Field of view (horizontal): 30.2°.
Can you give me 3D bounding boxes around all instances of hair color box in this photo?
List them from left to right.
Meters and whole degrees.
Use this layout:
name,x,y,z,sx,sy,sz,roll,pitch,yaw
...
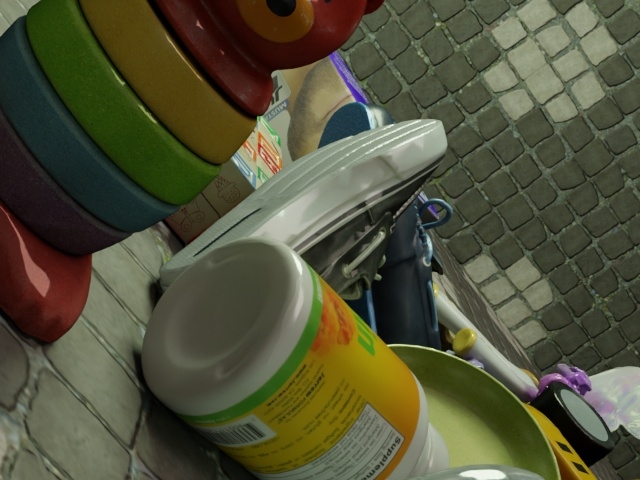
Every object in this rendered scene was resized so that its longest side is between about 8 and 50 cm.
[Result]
name,x,y,z,sx,sy,sz,roll,pitch,yaw
hair color box,-0.017,-0.108,1.427,0.110,0.185,0.339,43,15,-49

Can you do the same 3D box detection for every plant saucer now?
name,x,y,z,sx,sy,sz,roll,pitch,yaw
plant saucer,0.094,0.197,1.038,0.240,0.037,0.241,13,45,-13

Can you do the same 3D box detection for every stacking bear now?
name,x,y,z,sx,sy,sz,roll,pitch,yaw
stacking bear,-0.099,-0.103,0.722,0.175,0.289,0.164,52,10,-15

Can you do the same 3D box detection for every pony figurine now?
name,x,y,z,sx,sy,sz,roll,pitch,yaw
pony figurine,0.295,0.236,1.644,0.363,0.303,0.351,35,7,-19

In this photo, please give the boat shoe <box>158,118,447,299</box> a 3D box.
name,x,y,z,sx,sy,sz,roll,pitch,yaw
boat shoe,0.000,0.000,1.039,0.121,0.335,0.119,0,-62,50

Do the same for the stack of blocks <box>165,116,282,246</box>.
name,x,y,z,sx,sy,sz,roll,pitch,yaw
stack of blocks,-0.098,-0.072,1.211,0.171,0.087,0.297,52,10,-19

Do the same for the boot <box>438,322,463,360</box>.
name,x,y,z,sx,sy,sz,roll,pitch,yaw
boot,0.151,0.100,1.845,0.213,0.077,0.165,53,9,-40

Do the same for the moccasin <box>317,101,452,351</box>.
name,x,y,z,sx,sy,sz,roll,pitch,yaw
moccasin,0.063,0.031,1.221,0.116,0.137,0.342,1,85,-34

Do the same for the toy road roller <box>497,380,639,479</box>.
name,x,y,z,sx,sy,sz,roll,pitch,yaw
toy road roller,0.229,0.314,1.187,0.330,0.202,0.240,53,21,20

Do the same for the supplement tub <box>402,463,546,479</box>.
name,x,y,z,sx,sy,sz,roll,pitch,yaw
supplement tub,0.106,0.300,0.593,0.207,0.207,0.338,46,13,-41

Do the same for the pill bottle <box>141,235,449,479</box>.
name,x,y,z,sx,sy,sz,roll,pitch,yaw
pill bottle,-0.006,0.119,0.871,0.246,0.136,0.136,47,13,-39
